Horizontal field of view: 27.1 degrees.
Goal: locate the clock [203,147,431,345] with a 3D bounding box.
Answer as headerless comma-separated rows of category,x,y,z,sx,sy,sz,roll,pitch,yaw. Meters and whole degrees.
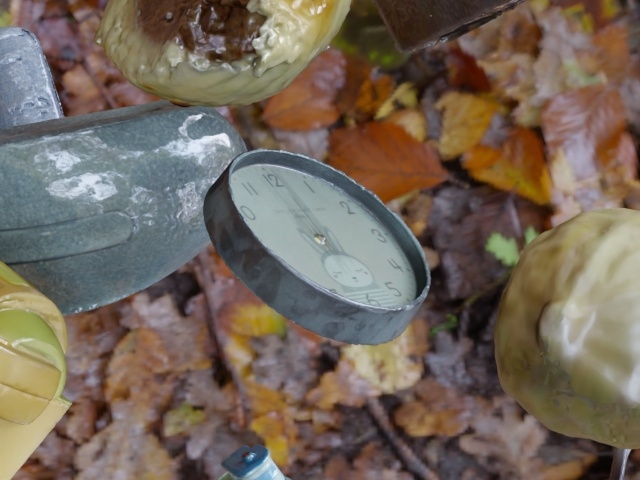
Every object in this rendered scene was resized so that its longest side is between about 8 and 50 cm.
clock,0.000,0.000,1.167,0.215,0.042,0.215,26,30,-16

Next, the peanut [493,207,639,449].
peanut,0.184,0.051,0.777,0.159,0.109,0.141,13,92,6

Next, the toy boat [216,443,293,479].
toy boat,-0.073,0.290,1.508,0.088,0.215,0.102,-39,114,-15

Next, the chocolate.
chocolate,0.178,-0.275,1.246,0.112,0.321,0.112,-18,89,-39

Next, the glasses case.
glasses case,-0.399,-0.158,1.786,0.109,0.067,0.282,-18,75,-3

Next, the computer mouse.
computer mouse,-0.250,-0.032,1.336,0.373,0.114,0.203,-17,124,-3

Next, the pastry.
pastry,-0.065,-0.218,1.172,0.170,0.236,0.256,28,62,-33

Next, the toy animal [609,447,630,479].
toy animal,0.496,0.226,1.766,0.324,0.090,0.195,1,77,-35

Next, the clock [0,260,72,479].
clock,-0.387,0.069,1.143,0.200,0.244,0.317,-58,139,-6
